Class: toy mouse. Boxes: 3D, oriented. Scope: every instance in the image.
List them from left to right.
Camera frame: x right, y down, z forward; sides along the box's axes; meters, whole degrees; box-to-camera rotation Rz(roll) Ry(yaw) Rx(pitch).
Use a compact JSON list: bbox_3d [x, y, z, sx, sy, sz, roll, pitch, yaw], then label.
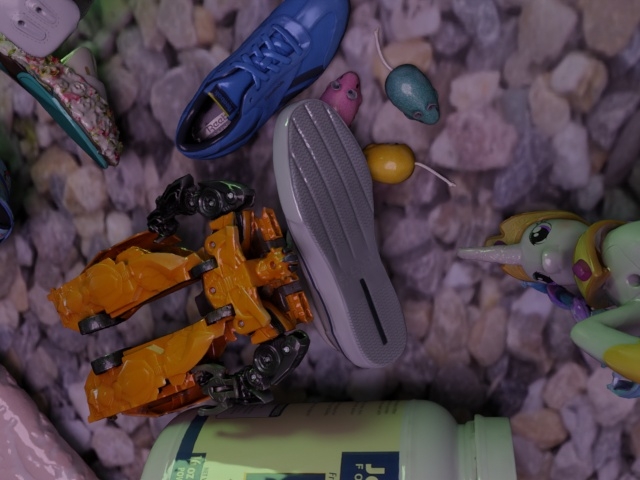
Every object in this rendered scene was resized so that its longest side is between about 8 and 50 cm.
[{"bbox_3d":[0.050,-0.122,0.678,0.161,0.031,0.143,5,106,9],"label":"toy mouse"}]

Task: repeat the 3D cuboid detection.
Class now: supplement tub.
[{"bbox_3d":[0.018,0.269,0.685,0.324,0.235,0.235,-4,104,12],"label":"supplement tub"}]

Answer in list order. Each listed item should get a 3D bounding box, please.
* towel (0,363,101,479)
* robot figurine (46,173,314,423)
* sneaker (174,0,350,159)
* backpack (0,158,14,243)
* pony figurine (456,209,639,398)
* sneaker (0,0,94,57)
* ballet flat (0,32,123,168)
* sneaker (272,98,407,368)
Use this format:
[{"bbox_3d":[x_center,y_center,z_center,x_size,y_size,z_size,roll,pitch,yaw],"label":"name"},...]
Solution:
[{"bbox_3d":[-0.401,0.322,0.875,0.317,0.053,0.332,-37,95,18],"label":"towel"},{"bbox_3d":[-0.130,0.063,0.688,0.291,0.085,0.211,-24,83,30],"label":"robot figurine"},{"bbox_3d":[-0.053,-0.150,0.664,0.069,0.082,0.209,46,107,-2],"label":"sneaker"},{"bbox_3d":[-0.385,-0.063,0.728,0.158,0.117,0.173,-33,125,31],"label":"backpack"},{"bbox_3d":[0.307,0.001,0.536,0.351,0.363,0.303,-10,96,-3],"label":"pony figurine"},{"bbox_3d":[-0.156,-0.256,0.619,0.365,0.137,0.210,15,120,-12],"label":"sneaker"},{"bbox_3d":[-0.265,-0.175,0.700,0.241,0.091,0.077,44,76,-8],"label":"ballet flat"},{"bbox_3d":[0.000,0.000,0.685,0.091,0.094,0.258,1,110,53],"label":"sneaker"}]
